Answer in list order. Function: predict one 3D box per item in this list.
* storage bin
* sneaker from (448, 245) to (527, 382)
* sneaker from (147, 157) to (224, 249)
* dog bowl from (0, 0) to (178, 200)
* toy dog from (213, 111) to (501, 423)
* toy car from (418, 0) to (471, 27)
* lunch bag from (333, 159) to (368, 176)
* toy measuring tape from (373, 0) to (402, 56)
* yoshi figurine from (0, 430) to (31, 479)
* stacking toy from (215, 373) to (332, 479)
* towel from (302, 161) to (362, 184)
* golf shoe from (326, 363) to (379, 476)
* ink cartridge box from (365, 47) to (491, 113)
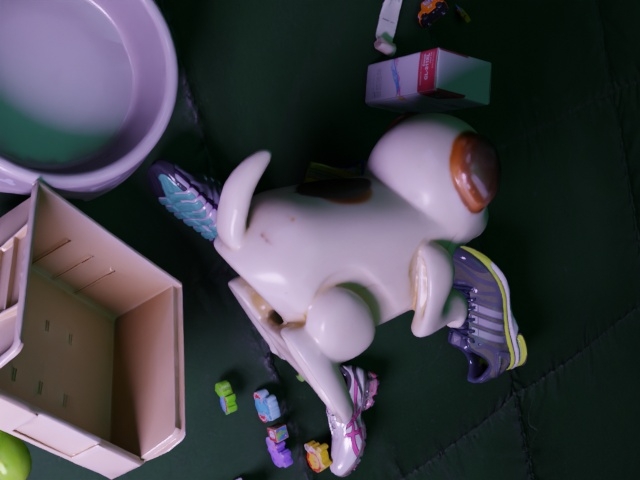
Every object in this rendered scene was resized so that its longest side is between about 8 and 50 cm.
[{"bbox_3d":[-0.295,0.115,1.020,0.262,0.123,0.260,44,26,-43],"label":"storage bin"},{"bbox_3d":[0.290,0.141,1.574,0.121,0.111,0.300,-35,111,-25],"label":"sneaker"},{"bbox_3d":[-0.163,-0.066,1.249,0.223,0.083,0.098,49,55,-40],"label":"sneaker"},{"bbox_3d":[-0.339,-0.216,1.062,0.349,0.102,0.348,1,88,-31],"label":"dog bowl"},{"bbox_3d":[0.067,-0.021,1.210,0.408,0.284,0.395,-36,113,-13],"label":"toy dog"},{"bbox_3d":[0.218,-0.409,1.532,0.122,0.060,0.040,4,47,-53],"label":"toy car"},{"bbox_3d":[0.089,-0.049,1.415,0.129,0.096,0.151,4,81,-36],"label":"lunch bag"},{"bbox_3d":[0.175,-0.478,1.435,0.121,0.121,0.330,20,82,-36],"label":"toy measuring tape"},{"bbox_3d":[-0.471,0.143,1.003,0.362,0.204,0.203,61,23,-8],"label":"yoshi figurine"},{"bbox_3d":[-0.077,0.298,1.351,0.167,0.052,0.221,-19,103,-36],"label":"stacking toy"},{"bbox_3d":[0.000,0.000,1.344,0.102,0.021,0.237,15,97,-3],"label":"towel"},{"bbox_3d":[0.037,0.301,1.425,0.086,0.067,0.186,21,71,-27],"label":"golf shoe"},{"bbox_3d":[0.178,-0.263,1.416,0.127,0.175,0.072,5,88,-37],"label":"ink cartridge box"}]
